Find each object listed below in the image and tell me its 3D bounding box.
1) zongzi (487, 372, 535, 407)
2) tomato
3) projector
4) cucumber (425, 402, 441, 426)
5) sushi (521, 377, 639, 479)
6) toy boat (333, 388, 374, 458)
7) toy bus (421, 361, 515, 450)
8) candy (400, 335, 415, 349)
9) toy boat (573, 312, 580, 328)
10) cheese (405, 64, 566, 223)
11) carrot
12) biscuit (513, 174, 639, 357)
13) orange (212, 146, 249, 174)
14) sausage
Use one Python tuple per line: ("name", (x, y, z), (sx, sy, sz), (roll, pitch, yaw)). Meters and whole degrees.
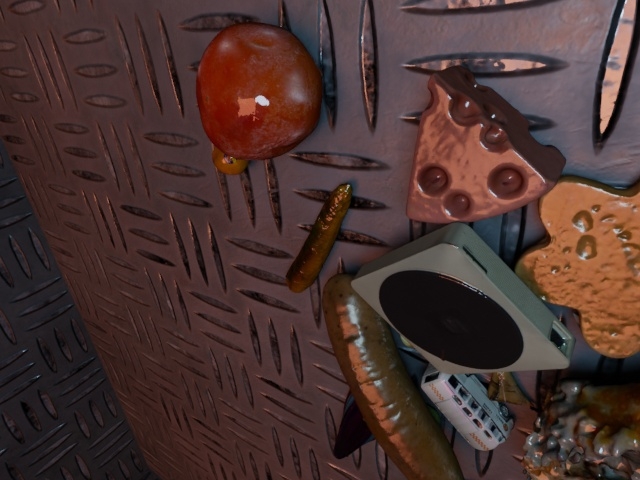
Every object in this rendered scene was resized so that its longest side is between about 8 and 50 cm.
("zongzi", (0.353, 0.265, 0.775), (0.083, 0.040, 0.076), (11, 117, 21))
("tomato", (-0.112, -0.248, 0.726), (0.232, 0.188, 0.232), (18, 124, 29))
("projector", (0.211, 0.105, 0.683), (0.257, 0.079, 0.259), (44, 147, -9))
("cucumber", (0.210, 0.451, 0.996), (0.078, 0.062, 0.211), (45, 143, 26))
("sushi", (0.495, 0.356, 0.596), (0.418, 0.176, 0.417), (20, 135, 22))
("toy boat", (0.109, 0.439, 1.061), (0.136, 0.079, 0.392), (36, 131, 19))
("toy bus", (0.282, 0.316, 0.825), (0.194, 0.089, 0.087), (50, 136, 2))
("candy", (0.208, 0.130, 0.806), (0.061, 0.061, 0.202), (34, 125, 19))
("toy boat", (0.440, 0.095, 0.608), (0.105, 0.034, 0.149), (34, 119, 21))
("cheese", (0.232, -0.115, 0.579), (0.177, 0.128, 0.202), (21, 123, 26))
("carrot", (0.000, 0.000, 0.886), (0.066, 0.066, 0.314), (39, 131, 14))
("biscuit", (0.443, 0.040, 0.536), (0.355, 0.052, 0.275), (17, 117, 26))
("orange", (-0.189, -0.180, 0.910), (0.084, 0.083, 0.083), (20, 127, 29))
("sausage", (0.132, 0.298, 0.859), (0.500, 0.136, 0.123), (64, 173, 4))
